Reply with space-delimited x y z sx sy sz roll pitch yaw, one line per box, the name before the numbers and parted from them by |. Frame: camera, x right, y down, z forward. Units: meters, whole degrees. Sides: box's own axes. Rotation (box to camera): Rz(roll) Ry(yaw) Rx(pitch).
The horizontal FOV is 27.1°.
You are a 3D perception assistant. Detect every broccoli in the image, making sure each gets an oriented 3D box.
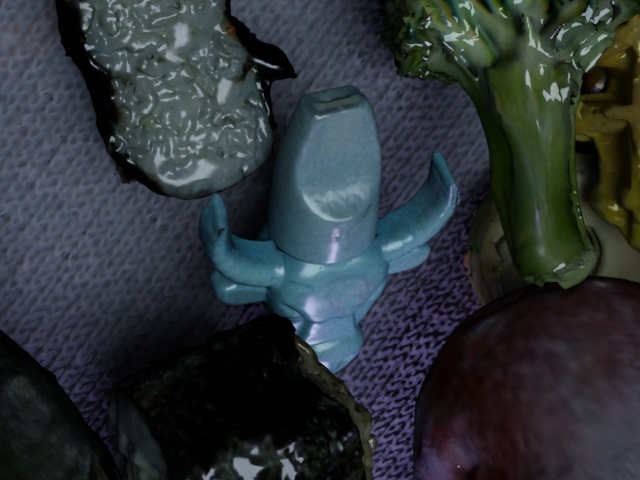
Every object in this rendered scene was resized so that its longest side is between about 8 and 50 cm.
broccoli | 0.169 -0.120 0.941 0.199 0.177 0.274 -29 77 1

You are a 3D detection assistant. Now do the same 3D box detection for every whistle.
whistle | 0.000 0.000 0.972 0.186 0.093 0.274 -12 140 -16

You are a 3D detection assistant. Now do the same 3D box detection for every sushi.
sushi | -0.055 0.217 0.969 0.171 0.211 0.350 -15 130 -24
sushi | -0.105 -0.141 0.926 0.147 0.115 0.212 -26 114 -8

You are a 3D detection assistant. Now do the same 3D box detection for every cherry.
cherry | 0.221 0.197 0.978 0.335 0.291 0.326 24 73 -18

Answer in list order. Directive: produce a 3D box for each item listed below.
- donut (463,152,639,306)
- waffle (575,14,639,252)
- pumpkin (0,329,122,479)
donut | 0.197 0.006 1.108 0.175 0.068 0.174 -6 110 -17
waffle | 0.381 -0.120 0.980 0.380 0.095 0.382 41 101 11
pumpkin | -0.326 0.241 0.830 0.454 0.344 0.454 -2 99 -13
